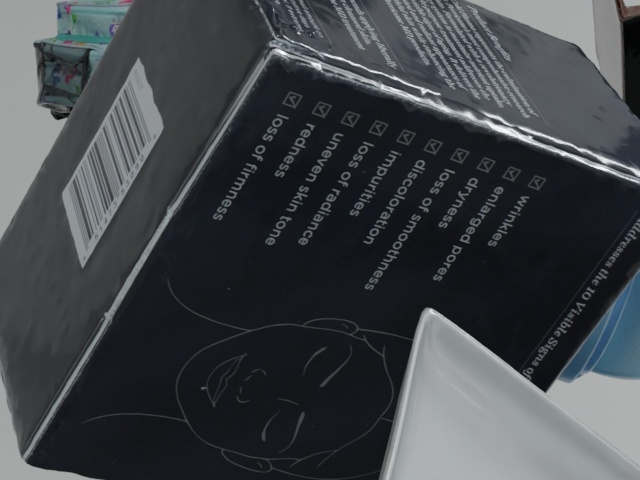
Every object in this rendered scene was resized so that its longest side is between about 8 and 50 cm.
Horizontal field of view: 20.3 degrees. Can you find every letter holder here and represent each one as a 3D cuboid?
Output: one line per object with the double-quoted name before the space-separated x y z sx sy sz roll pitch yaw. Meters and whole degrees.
"letter holder" 0.421 -0.267 2.194 0.152 0.214 0.302 -12 -35 3

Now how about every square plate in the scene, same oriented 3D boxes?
"square plate" 0.158 0.284 1.475 0.344 0.347 0.049 38 -40 -25

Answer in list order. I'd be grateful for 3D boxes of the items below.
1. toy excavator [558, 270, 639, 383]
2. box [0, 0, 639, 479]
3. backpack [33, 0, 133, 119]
"toy excavator" 0.389 0.046 2.085 0.445 0.222 0.433 22 24 -2
"box" 0.000 0.000 1.713 0.472 0.297 0.480 18 -61 -30
"backpack" -0.235 -0.237 2.411 0.253 0.191 0.225 19 21 39
